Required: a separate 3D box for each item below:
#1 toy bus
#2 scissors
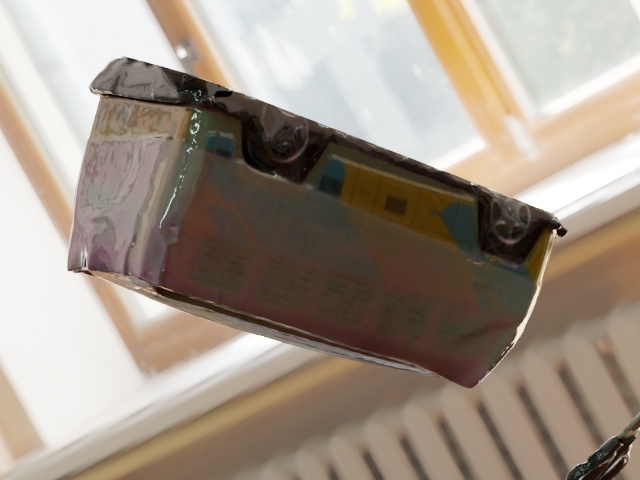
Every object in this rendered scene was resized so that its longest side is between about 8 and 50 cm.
[{"bbox_3d":[0.000,0.000,1.208,0.386,0.162,0.171,18,1,-36],"label":"toy bus"},{"bbox_3d":[0.397,0.244,2.062,0.109,0.022,0.300,-11,-37,-38],"label":"scissors"}]
